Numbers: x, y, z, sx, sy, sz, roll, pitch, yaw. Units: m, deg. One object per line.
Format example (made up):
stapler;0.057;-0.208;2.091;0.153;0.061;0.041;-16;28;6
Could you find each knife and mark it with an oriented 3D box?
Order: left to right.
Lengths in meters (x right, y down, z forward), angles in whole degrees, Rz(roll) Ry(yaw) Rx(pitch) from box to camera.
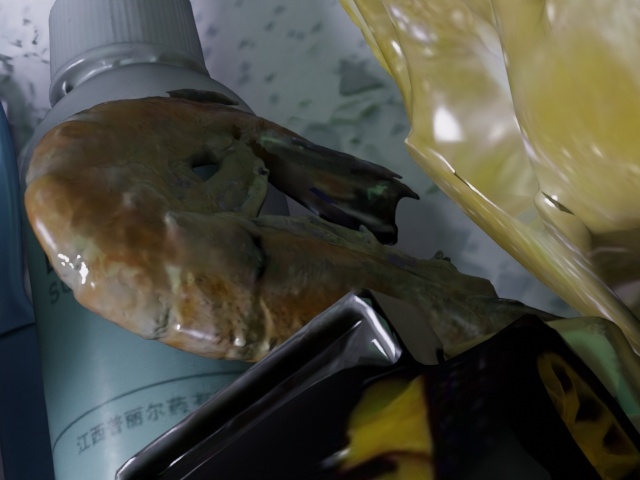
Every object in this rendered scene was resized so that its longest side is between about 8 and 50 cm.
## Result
knife;-0.137;0.050;0.723;0.044;0.019;0.313;-21;63;14

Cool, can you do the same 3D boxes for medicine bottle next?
medicine bottle;-0.067;-0.004;0.653;0.110;0.110;0.352;-22;61;16

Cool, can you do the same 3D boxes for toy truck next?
toy truck;0.102;0.206;0.401;0.180;0.254;0.405;-39;69;18

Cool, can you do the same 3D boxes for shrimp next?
shrimp;0.000;0.000;0.588;0.126;0.223;0.047;-94;26;-44

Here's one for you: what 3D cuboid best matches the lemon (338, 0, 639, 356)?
lemon;0.176;-0.129;0.462;0.364;0.364;0.364;-10;64;22
